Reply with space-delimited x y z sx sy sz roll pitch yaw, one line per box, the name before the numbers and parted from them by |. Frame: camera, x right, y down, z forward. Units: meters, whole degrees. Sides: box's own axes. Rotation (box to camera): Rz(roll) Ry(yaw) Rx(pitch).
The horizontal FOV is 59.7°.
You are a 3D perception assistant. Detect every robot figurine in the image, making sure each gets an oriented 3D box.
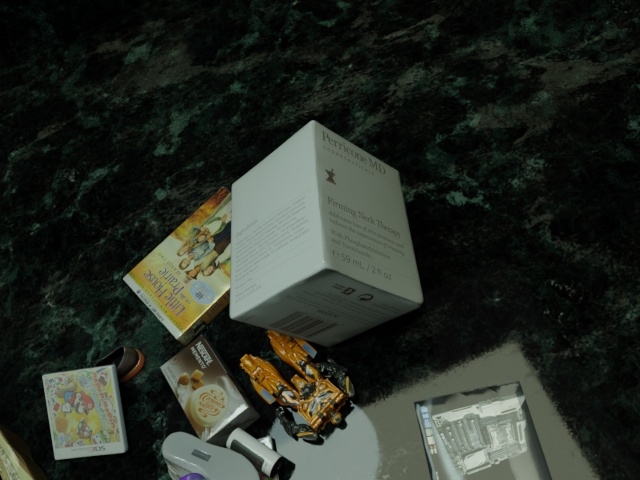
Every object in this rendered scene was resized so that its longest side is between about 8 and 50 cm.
robot figurine | -0.058 0.352 1.386 0.291 0.085 0.211 35 76 30

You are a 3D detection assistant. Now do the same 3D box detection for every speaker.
speaker | -0.154 0.500 1.317 0.136 0.055 0.055 24 69 26

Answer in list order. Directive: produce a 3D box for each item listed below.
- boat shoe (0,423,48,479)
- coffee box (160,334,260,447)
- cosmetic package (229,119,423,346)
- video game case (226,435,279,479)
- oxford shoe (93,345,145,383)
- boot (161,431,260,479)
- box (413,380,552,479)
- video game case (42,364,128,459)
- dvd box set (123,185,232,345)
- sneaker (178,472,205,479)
boat shoe | -0.806 0.588 1.452 0.285 0.105 0.089 37 72 30
coffee box | -0.283 0.385 1.423 0.141 0.098 0.246 -37 57 -7
cosmetic package | 0.000 0.000 1.369 0.327 0.329 0.394 -32 50 37
video game case | -0.195 0.584 1.325 0.201 0.023 0.184 -17 57 5
oxford shoe | -0.614 0.386 1.520 0.271 0.098 0.097 -45 59 -12
boot | -0.249 0.542 1.287 0.258 0.123 0.095 19 38 24
box | 0.352 0.480 1.193 0.242 0.076 0.308 -13 57 8
video game case | -0.617 0.450 1.461 0.206 0.026 0.227 -10 88 10
dvd box set | -0.343 0.061 1.658 0.420 0.062 0.307 -44 58 -12
sneaker | -0.353 0.596 1.253 0.293 0.102 0.146 -60 43 22
